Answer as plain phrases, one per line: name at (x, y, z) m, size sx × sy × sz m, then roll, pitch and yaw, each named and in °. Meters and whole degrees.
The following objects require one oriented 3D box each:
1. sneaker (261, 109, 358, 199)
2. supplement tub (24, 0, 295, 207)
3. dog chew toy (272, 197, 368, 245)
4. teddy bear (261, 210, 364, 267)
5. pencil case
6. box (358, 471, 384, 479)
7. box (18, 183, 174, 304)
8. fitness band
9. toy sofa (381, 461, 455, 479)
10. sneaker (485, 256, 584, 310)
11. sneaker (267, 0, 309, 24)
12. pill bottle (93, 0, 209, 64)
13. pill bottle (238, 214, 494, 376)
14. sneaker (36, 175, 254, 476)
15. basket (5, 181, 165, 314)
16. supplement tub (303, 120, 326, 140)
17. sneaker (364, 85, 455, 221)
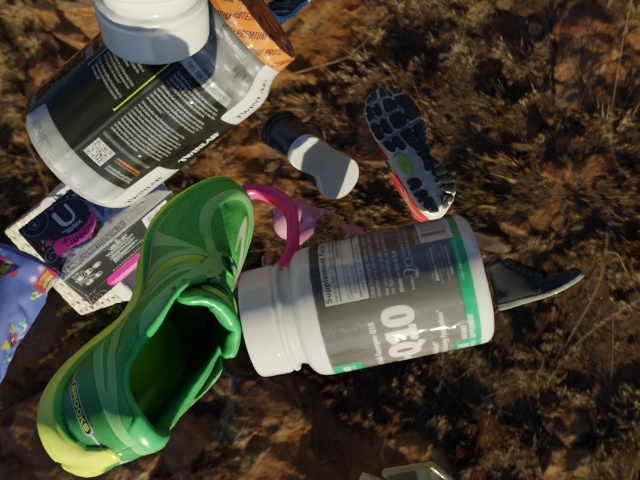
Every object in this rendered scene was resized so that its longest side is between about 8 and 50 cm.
sneaker at (-0.020, -0.191, 1.362) m, size 0.104 × 0.295 × 0.147 m, roll -47°, pitch 61°, yaw 7°
supplement tub at (-0.200, -0.199, 0.803) m, size 0.316 × 0.193 × 0.194 m, roll -33°, pitch 82°, yaw 17°
dog chew toy at (0.000, 0.000, 1.849) m, size 0.331 × 0.206 × 0.207 m, roll 38°, pitch 106°, yaw -2°
teddy bear at (-0.023, 0.093, 1.453) m, size 0.338 × 0.113 × 0.245 m, roll -36°, pitch 81°, yaw 5°
pencil case at (-0.507, 0.154, 0.944) m, size 0.119 × 0.133 × 0.306 m, roll 18°, pitch 70°, yaw -1°
box at (0.151, 0.509, 1.097) m, size 0.113 × 0.275 × 0.094 m, roll 30°, pitch 80°, yaw -19°
box at (-0.404, -0.028, 1.188) m, size 0.142 × 0.163 × 0.247 m, roll 42°, pitch 73°, yaw 14°
fitness band at (-0.152, -0.016, 1.422) m, size 0.208 × 0.291 × 0.054 m, roll -1°, pitch 139°, yaw -2°
toy sofa at (0.186, 0.640, 1.225) m, size 0.177 × 0.363 × 0.150 m, roll 43°, pitch 135°, yaw -20°
sneaker at (0.510, 0.083, 1.514) m, size 0.222 × 0.083 × 0.118 m, roll -25°, pitch 82°, yaw 31°
sneaker at (-0.075, -0.635, 1.622) m, size 0.067 × 0.188 × 0.078 m, roll -3°, pitch 133°, yaw 42°
pill bottle at (-0.149, -0.269, 0.513) m, size 0.131 × 0.131 × 0.229 m, roll 29°, pitch 145°, yaw 17°
pill bottle at (0.068, 0.094, 0.982) m, size 0.360 × 0.204 × 0.204 m, roll -13°, pitch 89°, yaw 6°
sneaker at (-0.106, 0.058, 0.523) m, size 0.123 × 0.296 × 0.109 m, roll -11°, pitch 130°, yaw 30°
basket at (-0.575, -0.028, 1.675) m, size 0.266 × 0.328 × 0.331 m, roll -22°, pitch 113°, yaw 37°
supplement tub at (-0.038, -0.274, 1.832) m, size 0.105 × 0.198 × 0.106 m, roll 0°, pitch 85°, yaw -2°
sneaker at (0.152, -0.157, 1.187) m, size 0.107 × 0.118 × 0.279 m, roll -18°, pitch 76°, yaw -12°
